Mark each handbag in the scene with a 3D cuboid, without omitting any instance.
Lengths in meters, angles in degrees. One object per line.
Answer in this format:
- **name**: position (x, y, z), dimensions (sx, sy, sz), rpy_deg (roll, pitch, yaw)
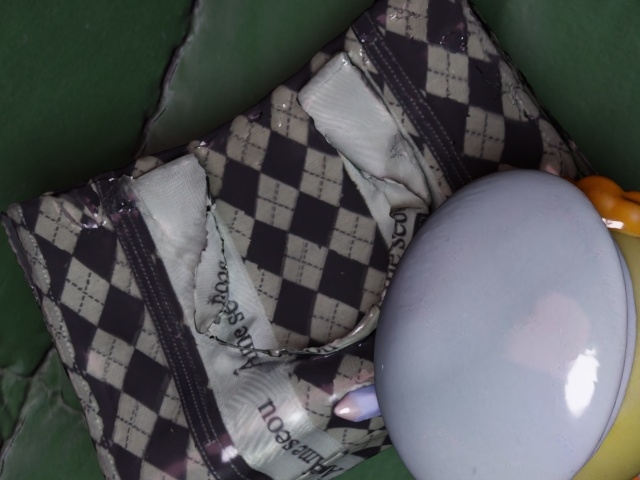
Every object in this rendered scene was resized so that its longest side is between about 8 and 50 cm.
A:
- **handbag**: position (0.000, 0.000, 1.451), dimensions (0.416, 0.180, 0.316), rpy_deg (-31, 64, 10)

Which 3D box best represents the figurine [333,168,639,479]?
- **figurine**: position (0.216, 0.115, 1.228), dimensions (0.382, 0.205, 0.224), rpy_deg (29, 110, -9)
